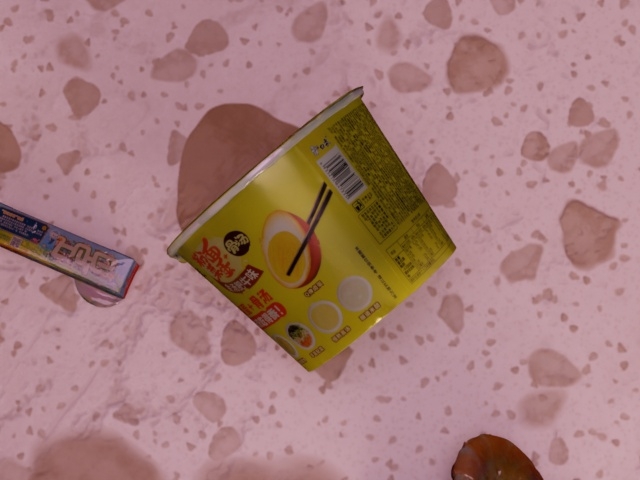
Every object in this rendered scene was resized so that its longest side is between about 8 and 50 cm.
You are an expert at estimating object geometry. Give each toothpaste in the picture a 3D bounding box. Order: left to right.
[{"bbox_3d":[-0.332,0.022,1.800,0.193,0.044,0.070,22,80,6],"label":"toothpaste"}]

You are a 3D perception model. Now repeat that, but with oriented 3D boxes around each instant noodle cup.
[{"bbox_3d":[0.000,0.000,1.686,0.311,0.311,0.221,-39,90,-5],"label":"instant noodle cup"}]

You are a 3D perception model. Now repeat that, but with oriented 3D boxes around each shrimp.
[{"bbox_3d":[0.240,0.342,1.690,0.150,0.068,0.248,-31,82,-44],"label":"shrimp"}]
